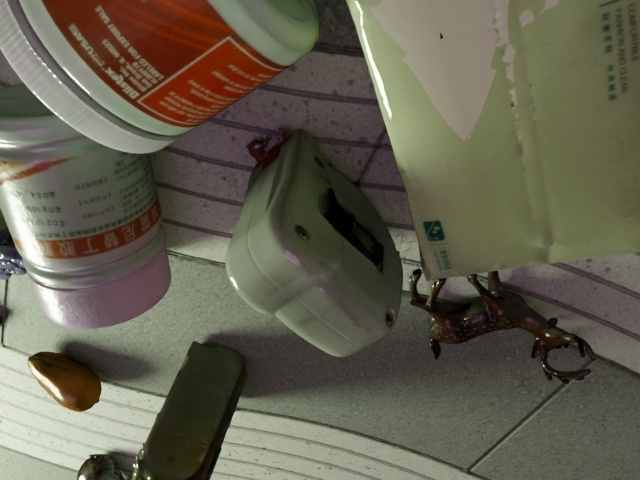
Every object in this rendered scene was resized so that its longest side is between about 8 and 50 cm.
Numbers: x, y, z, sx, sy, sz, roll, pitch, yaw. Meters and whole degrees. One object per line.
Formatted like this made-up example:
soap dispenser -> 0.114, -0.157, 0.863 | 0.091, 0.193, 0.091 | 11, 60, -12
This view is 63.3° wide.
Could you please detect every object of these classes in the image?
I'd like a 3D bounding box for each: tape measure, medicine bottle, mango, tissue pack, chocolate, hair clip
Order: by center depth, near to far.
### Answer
medicine bottle -> -0.160, -0.253, 0.544 | 0.241, 0.252, 0.252 | -26, 115, 24
tissue pack -> 0.210, -0.168, 0.560 | 0.298, 0.207, 0.380 | -13, 120, 19
tape measure -> 0.000, 0.000, 0.689 | 0.265, 0.258, 0.130 | 39, 120, -24
medicine bottle -> -0.335, -0.052, 0.740 | 0.203, 0.202, 0.315 | 4, 124, 8
hair clip -> -0.595, 0.029, 0.926 | 0.196, 0.052, 0.124 | -17, 144, 15
mango -> -0.522, 0.286, 1.070 | 0.159, 0.084, 0.105 | 41, 139, 7
chocolate -> -0.515, 0.622, 1.272 | 0.110, 0.110, 0.247 | -9, 123, 16

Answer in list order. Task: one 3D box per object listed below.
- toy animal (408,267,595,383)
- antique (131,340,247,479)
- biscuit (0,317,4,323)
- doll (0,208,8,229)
toy animal -> 0.284, 0.126, 0.832 | 0.244, 0.087, 0.259 | -13, 122, 34
antique -> -0.230, 0.331, 0.922 | 0.125, 0.284, 0.150 | 22, 123, -5
biscuit -> -0.726, 0.119, 1.022 | 0.064, 0.034, 0.199 | -36, 111, 28
doll -> -0.521, -0.087, 0.832 | 0.115, 0.077, 0.150 | -16, 108, 8
